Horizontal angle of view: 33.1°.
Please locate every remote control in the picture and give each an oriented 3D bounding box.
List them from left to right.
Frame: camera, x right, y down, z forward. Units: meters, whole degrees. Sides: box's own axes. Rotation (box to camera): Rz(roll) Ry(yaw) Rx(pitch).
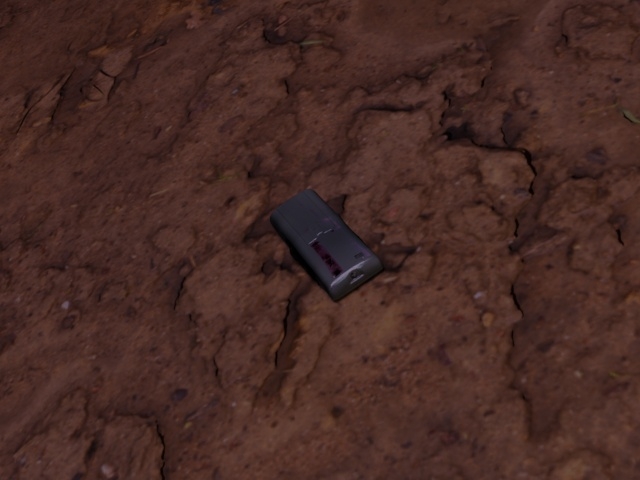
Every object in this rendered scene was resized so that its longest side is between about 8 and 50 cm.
[{"bbox_3d":[0.000,0.000,1.101,0.065,0.029,0.166,-33,35,-6],"label":"remote control"}]
